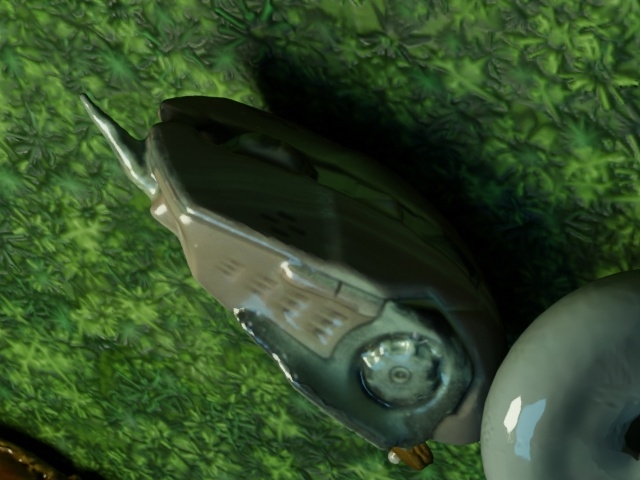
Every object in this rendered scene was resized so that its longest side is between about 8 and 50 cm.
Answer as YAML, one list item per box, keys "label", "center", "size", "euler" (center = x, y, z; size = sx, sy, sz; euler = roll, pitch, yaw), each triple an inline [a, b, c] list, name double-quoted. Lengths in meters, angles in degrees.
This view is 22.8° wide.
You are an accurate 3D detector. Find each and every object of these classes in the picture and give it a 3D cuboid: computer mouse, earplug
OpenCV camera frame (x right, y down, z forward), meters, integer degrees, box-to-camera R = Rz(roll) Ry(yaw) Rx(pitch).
- label: "computer mouse"
  center: [0.005, -0.003, 1.099]
  size: [0.389, 0.199, 0.115]
  euler: [40, 115, -18]
- label: "earplug"
  center: [0.264, 0.155, 1.070]
  size: [0.325, 0.175, 0.214]
  euler: [31, 101, -3]

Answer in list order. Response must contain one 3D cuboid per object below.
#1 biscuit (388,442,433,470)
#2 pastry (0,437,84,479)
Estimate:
- label: "biscuit"
  center: [0.015, 0.104, 1.204]
  size: [0.205, 0.031, 0.138]
  euler: [43, 168, 37]
- label: "pastry"
  center: [-0.330, 0.338, 1.626]
  size: [0.356, 0.164, 0.356]
  euler: [18, 139, 17]
